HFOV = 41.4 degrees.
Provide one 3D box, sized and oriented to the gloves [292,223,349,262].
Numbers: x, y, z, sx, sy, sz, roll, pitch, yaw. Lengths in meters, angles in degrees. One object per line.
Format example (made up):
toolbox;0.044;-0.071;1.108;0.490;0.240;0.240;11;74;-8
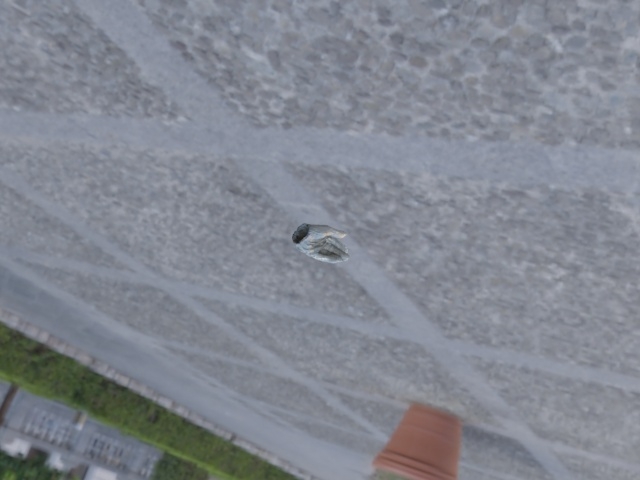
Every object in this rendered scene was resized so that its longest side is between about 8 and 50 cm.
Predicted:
gloves;0.000;-0.001;0.914;0.081;0.044;0.037;34;-169;-27
